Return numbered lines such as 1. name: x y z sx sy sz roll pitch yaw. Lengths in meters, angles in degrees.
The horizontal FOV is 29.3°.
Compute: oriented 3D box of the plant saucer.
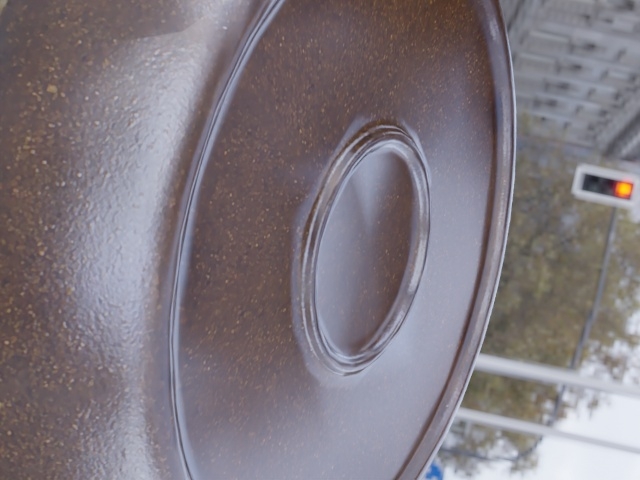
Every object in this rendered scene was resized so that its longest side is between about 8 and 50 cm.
1. plant saucer: 0.000 0.000 0.429 0.310 0.050 0.310 -32 128 -52
